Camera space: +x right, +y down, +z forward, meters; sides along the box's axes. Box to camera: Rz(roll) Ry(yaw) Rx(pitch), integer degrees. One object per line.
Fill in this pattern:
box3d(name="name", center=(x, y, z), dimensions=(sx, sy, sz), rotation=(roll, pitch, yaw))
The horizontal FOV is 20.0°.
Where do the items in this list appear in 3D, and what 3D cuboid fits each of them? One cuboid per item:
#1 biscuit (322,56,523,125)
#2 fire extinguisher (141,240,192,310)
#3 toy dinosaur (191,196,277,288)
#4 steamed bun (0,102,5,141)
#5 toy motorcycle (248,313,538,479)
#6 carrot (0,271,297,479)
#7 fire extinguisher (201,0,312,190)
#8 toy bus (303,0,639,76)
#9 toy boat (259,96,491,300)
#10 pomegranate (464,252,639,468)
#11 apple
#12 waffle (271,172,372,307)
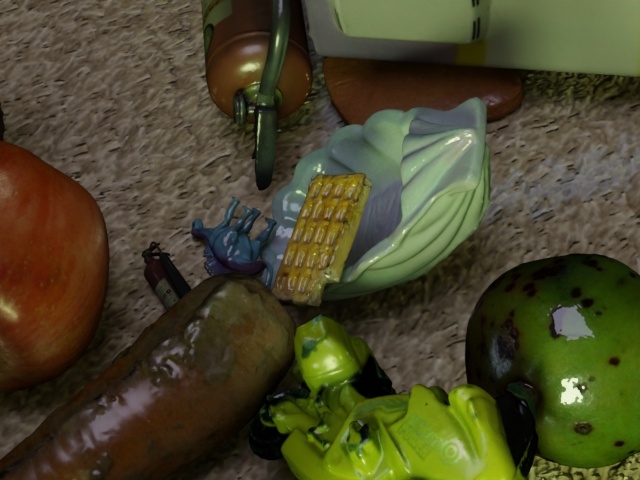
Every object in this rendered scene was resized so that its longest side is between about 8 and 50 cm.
box3d(name="biscuit", center=(0.104, -0.179, 1.951), dimensions=(0.192, 0.036, 0.186), rotation=(-21, 49, -5))
box3d(name="fire extinguisher", center=(-0.143, 0.054, 1.813), dimensions=(0.035, 0.049, 0.173), rotation=(-37, 52, -3))
box3d(name="toy dinosaur", center=(-0.083, 0.005, 1.809), dimensions=(0.080, 0.045, 0.197), rotation=(-59, 32, 4))
box3d(name="steamed bun", center=(-0.478, -0.103, 1.877), dimensions=(0.199, 0.251, 0.301), rotation=(22, 45, 23))
box3d(name="toy motorcycle", center=(0.065, 0.169, 1.545), dimensions=(0.206, 0.142, 0.342), rotation=(-23, 25, -14))
box3d(name="carrot", center=(-0.151, 0.156, 1.680), dimensions=(0.302, 0.139, 0.139), rotation=(-41, 54, -5))
box3d(name="fire extinguisher", center=(-0.077, -0.252, 1.945), dimensions=(0.113, 0.200, 0.376), rotation=(-11, 49, 4))
box3d(name="toy bus", center=(0.187, -0.307, 1.892), dimensions=(0.440, 0.209, 0.249), rotation=(6, 44, 13))
box3d(name="toy boat", center=(0.064, -0.030, 1.757), dimensions=(0.290, 0.100, 0.199), rotation=(-28, 44, 41))
box3d(name="pomegranate", center=(0.244, 0.097, 1.620), dimensions=(0.202, 0.202, 0.248), rotation=(30, 33, 31))
box3d(name="apple", center=(-0.320, 0.017, 1.764), dimensions=(0.242, 0.242, 0.241), rotation=(0, 53, 13))
box3d(name="waffle", center=(0.000, 0.000, 1.712), dimensions=(0.092, 0.021, 0.135), rotation=(1, 69, 55))
